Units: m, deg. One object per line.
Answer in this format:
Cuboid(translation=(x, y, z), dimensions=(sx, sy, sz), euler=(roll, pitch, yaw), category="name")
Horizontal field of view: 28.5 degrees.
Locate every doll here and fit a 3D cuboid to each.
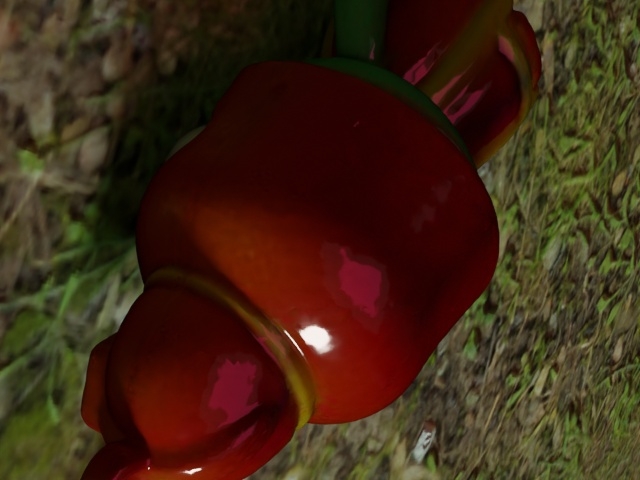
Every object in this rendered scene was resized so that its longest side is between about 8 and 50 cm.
Cuboid(translation=(-0.001, 0.000, 0.639), dimensions=(0.363, 0.160, 0.182), euler=(-51, 142, -28), category="doll")
